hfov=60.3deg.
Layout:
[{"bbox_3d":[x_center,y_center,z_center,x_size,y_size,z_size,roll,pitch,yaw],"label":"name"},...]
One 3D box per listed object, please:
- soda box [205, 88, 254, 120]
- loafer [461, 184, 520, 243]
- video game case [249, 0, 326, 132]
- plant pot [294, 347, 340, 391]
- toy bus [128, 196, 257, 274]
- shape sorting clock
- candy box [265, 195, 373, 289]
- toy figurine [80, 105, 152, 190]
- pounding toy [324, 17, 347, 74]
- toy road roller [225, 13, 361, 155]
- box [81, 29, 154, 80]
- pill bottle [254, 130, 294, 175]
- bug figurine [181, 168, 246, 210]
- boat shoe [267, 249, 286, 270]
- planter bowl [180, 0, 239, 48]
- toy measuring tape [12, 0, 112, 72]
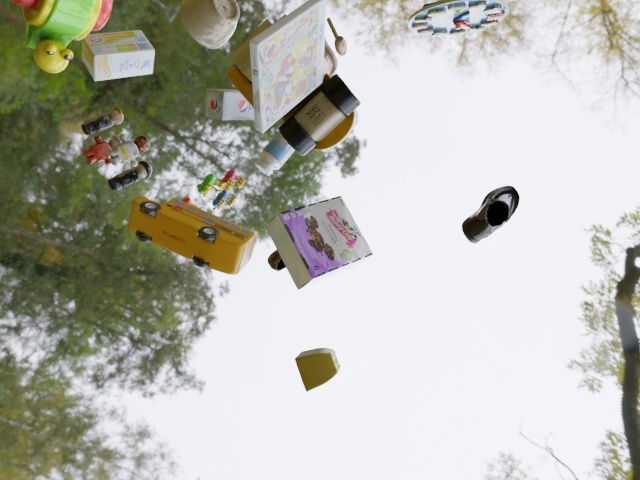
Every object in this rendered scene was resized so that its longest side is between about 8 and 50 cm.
[{"bbox_3d":[-0.268,-0.480,1.948,0.091,0.286,0.098,20,-67,34],"label":"soda box"},{"bbox_3d":[0.420,-0.066,1.298,0.220,0.080,0.078,-41,-173,-36],"label":"loafer"},{"bbox_3d":[-0.061,-0.361,1.128,0.026,0.206,0.227,29,-125,20],"label":"video game case"},{"bbox_3d":[-0.001,0.292,1.282,0.083,0.081,0.081,-19,178,10],"label":"plant pot"},{"bbox_3d":[-0.356,-0.023,1.527,0.130,0.333,0.108,-55,166,-60],"label":"toy bus"},{"bbox_3d":[0.290,-0.469,1.168,0.206,0.206,0.040,-7,-89,49],"label":"shape sorting clock"},{"bbox_3d":[0.000,0.000,1.250,0.070,0.196,0.164,-41,-106,48],"label":"candy box"},{"bbox_3d":[-0.639,-0.291,1.747,0.148,0.213,0.209,-36,164,-35],"label":"toy figurine"},{"bbox_3d":[-0.010,-0.610,1.774,0.270,0.154,0.155,26,-115,33],"label":"pounding toy"},{"bbox_3d":[-0.053,-0.377,1.401,0.202,0.329,0.240,-41,180,12],"label":"toy road roller"},{"bbox_3d":[-0.676,-0.619,1.842,0.114,0.203,0.103,54,-37,21],"label":"box"},{"bbox_3d":[-0.156,-0.308,1.944,0.160,0.087,0.087,-50,-149,-11],"label":"pill bottle"},{"bbox_3d":[-0.378,-0.159,1.891,0.216,0.072,0.279,-45,169,31],"label":"bug figurine"},{"bbox_3d":[-0.078,0.025,1.783,0.207,0.073,0.073,-44,-155,-8],"label":"boat shoe"},{"bbox_3d":[-0.300,-0.648,1.578,0.109,0.162,0.162,-14,-131,40],"label":"planter bowl"},{"bbox_3d":[-0.319,-0.379,0.699,0.121,0.121,0.330,8,-89,54],"label":"toy measuring tape"}]
